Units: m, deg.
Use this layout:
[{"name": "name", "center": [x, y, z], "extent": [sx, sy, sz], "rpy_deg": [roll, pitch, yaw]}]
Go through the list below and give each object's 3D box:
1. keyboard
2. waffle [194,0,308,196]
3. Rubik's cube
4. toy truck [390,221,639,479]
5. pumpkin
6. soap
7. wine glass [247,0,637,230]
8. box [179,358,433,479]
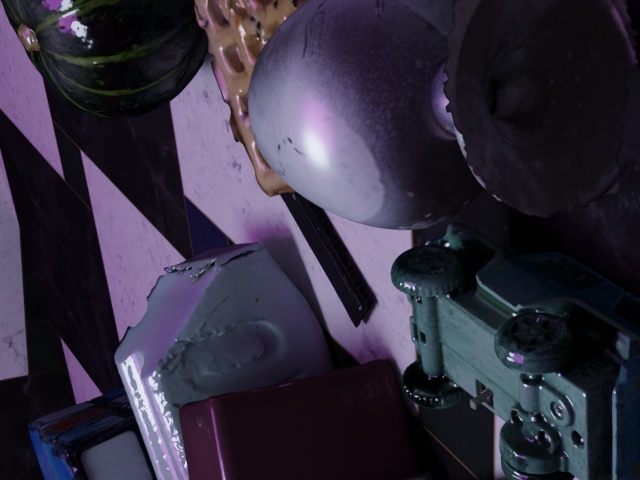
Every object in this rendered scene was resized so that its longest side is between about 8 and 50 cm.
[{"name": "keyboard", "center": [0.001, 0.000, 1.593], "extent": [0.231, 0.023, 0.072], "rpy_deg": [60, 162, 19]}, {"name": "waffle", "center": [-0.034, -0.238, 1.340], "extent": [0.261, 0.114, 0.376], "rpy_deg": [0, 110, 66]}, {"name": "Rubik's cube", "center": [-0.223, 0.391, 2.000], "extent": [0.359, 0.363, 0.362], "rpy_deg": [-17, 96, 65]}, {"name": "toy truck", "center": [0.182, 0.096, 1.115], "extent": [0.279, 0.156, 0.155], "rpy_deg": [37, 142, 51]}, {"name": "pumpkin", "center": [-0.281, -0.314, 1.645], "extent": [0.323, 0.241, 0.323], "rpy_deg": [51, 156, 34]}, {"name": "soap", "center": [-0.104, 0.237, 1.720], "extent": [0.156, 0.261, 0.446], "rpy_deg": [-6, 104, 66]}, {"name": "wine glass", "center": [0.086, -0.123, 1.053], "extent": [0.323, 0.238, 0.238], "rpy_deg": [4, 115, 55]}, {"name": "box", "center": [-0.028, 0.253, 1.561], "extent": [0.193, 0.294, 0.167], "rpy_deg": [157, 102, -66]}]
